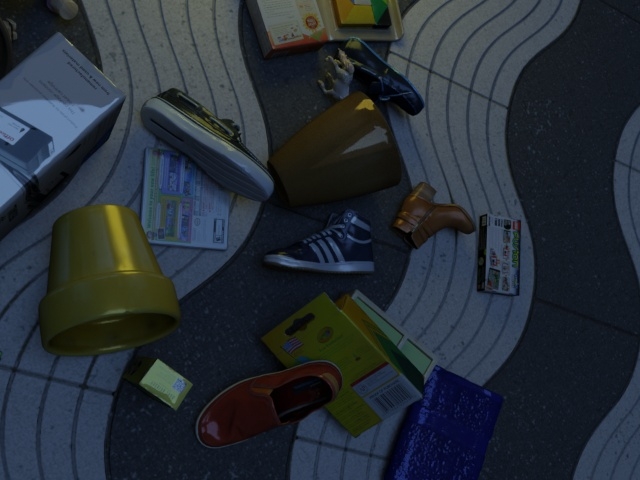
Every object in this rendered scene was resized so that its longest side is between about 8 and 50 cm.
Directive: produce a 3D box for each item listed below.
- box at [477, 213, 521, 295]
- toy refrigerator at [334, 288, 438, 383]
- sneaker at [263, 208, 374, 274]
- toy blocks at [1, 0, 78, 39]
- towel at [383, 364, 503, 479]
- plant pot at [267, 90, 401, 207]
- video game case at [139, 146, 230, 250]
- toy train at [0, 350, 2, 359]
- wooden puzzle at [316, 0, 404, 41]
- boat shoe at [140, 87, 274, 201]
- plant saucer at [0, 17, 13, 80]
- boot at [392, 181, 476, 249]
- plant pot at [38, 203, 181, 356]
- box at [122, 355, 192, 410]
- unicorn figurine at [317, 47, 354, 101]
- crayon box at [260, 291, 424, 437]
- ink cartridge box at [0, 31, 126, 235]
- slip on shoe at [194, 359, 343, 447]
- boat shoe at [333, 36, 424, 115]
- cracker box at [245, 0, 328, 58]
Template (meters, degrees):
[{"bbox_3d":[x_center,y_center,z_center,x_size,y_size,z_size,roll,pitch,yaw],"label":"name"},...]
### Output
[{"bbox_3d":[0.475,0.040,1.783,0.114,0.036,0.206,10,78,-22],"label":"box"},{"bbox_3d":[0.141,0.237,1.573,0.269,0.094,0.102,41,68,-13],"label":"toy refrigerator"},{"bbox_3d":[0.000,0.000,1.545,0.282,0.099,0.153,4,85,-30],"label":"sneaker"},{"bbox_3d":[-0.655,-0.586,1.319,0.289,0.308,0.260,-26,59,-36],"label":"toy blocks"},{"bbox_3d":[0.295,0.475,1.619,0.228,0.076,0.308,27,72,-10],"label":"towel"},{"bbox_3d":[0.017,-0.180,1.531,0.255,0.237,0.237,-27,93,-12],"label":"plant pot"},{"bbox_3d":[-0.294,-0.089,1.474,0.194,0.023,0.212,6,80,-23],"label":"video game case"},{"bbox_3d":[-0.648,0.210,1.274,0.083,0.017,0.023,21,64,-19],"label":"toy train"},{"bbox_3d":[0.094,-0.618,1.718,0.239,0.044,0.220,-10,86,-24],"label":"wooden puzzle"},{"bbox_3d":[-0.224,-0.220,1.450,0.335,0.121,0.119,37,60,-2],"label":"boat shoe"},{"bbox_3d":[-0.712,-0.372,1.235,0.278,0.277,0.041,14,37,-21],"label":"plant saucer"},{"bbox_3d":[0.284,-0.035,1.695,0.197,0.073,0.152,35,68,-2],"label":"boot"},{"bbox_3d":[-0.414,0.071,1.287,0.254,0.254,0.238,-8,69,-25],"label":"plant pot"},{"bbox_3d":[-0.316,0.270,1.290,0.087,0.232,0.058,39,69,-12],"label":"box"},{"bbox_3d":[0.049,-0.377,1.634,0.060,0.162,0.111,-38,70,-19],"label":"unicorn figurine"},{"bbox_3d":[0.051,0.260,1.474,0.318,0.202,0.081,48,24,-11],"label":"crayon box"},{"bbox_3d":[-0.564,-0.148,1.220,0.166,0.285,0.395,44,68,-12],"label":"ink cartridge box"},{"bbox_3d":[-0.110,0.343,1.395,0.332,0.101,0.123,-21,96,2],"label":"slip on shoe"},{"bbox_3d":[0.141,-0.392,1.685,0.258,0.109,0.089,39,75,4],"label":"boat shoe"},{"bbox_3d":[-0.092,-0.566,1.616,0.156,0.067,0.232,-17,90,-26],"label":"cracker box"}]
